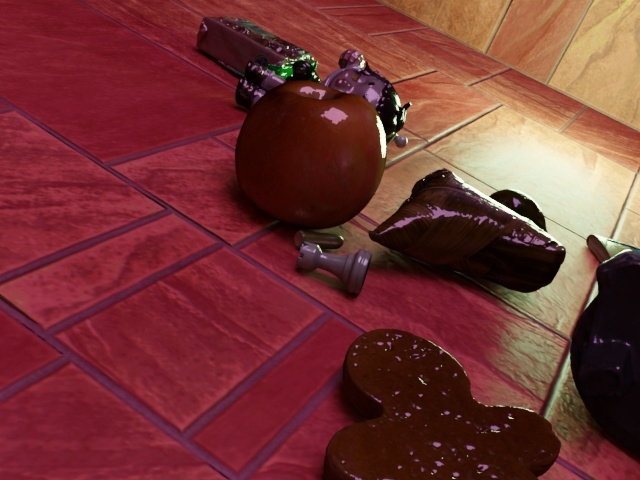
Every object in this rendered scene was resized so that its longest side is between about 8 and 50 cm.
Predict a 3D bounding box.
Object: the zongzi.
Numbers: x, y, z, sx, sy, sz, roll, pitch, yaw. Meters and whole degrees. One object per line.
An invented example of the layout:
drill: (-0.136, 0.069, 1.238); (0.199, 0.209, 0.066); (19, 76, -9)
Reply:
zongzi: (0.240, 0.010, 1.191); (0.286, 0.134, 0.288); (31, 28, 19)

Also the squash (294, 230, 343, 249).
squash: (0.000, 0.000, 1.145); (0.083, 0.027, 0.027); (5, 33, -33)

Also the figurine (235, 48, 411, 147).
figurine: (0.010, -0.283, 1.516); (0.370, 0.167, 0.281); (16, 61, 7)

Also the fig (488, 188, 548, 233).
fig: (0.393, -0.026, 1.410); (0.177, 0.117, 0.117); (30, 25, -18)

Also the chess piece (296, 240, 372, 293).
chess piece: (0.019, 0.034, 1.068); (0.103, 0.067, 0.067); (17, 27, 7)

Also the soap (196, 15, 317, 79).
soap: (-0.150, -0.453, 1.741); (0.273, 0.098, 0.218); (34, 32, 23)

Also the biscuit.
biscuit: (0.142, 0.255, 0.769); (0.283, 0.064, 0.432); (-2, 34, -24)

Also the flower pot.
flower pot: (0.484, 0.146, 0.989); (0.299, 0.299, 0.283); (34, 24, 20)

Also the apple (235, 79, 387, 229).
apple: (-0.016, -0.148, 1.180); (0.254, 0.253, 0.253); (18, 28, -10)

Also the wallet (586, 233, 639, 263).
wallet: (0.666, 0.036, 1.570); (0.155, 0.039, 0.110); (14, 28, -15)
